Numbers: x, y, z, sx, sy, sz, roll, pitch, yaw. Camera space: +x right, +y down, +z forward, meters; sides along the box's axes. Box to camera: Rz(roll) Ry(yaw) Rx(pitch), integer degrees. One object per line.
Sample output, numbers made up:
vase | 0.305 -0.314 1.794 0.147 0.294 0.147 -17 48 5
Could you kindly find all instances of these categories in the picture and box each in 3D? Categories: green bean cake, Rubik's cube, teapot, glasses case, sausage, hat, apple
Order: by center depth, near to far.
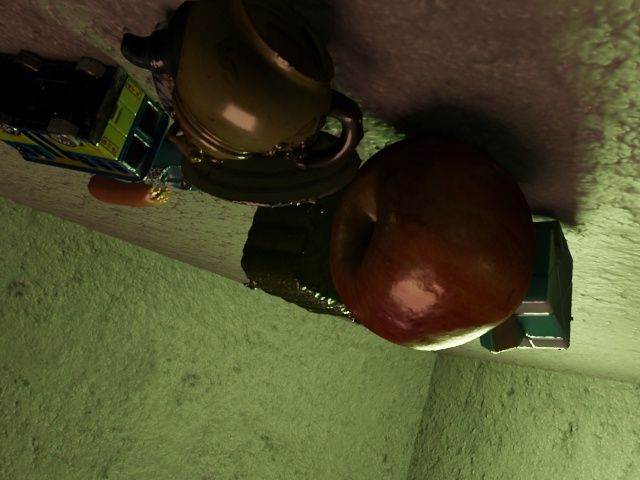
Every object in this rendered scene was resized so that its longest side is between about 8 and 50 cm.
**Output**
teapot | -0.078 -0.150 0.602 0.269 0.173 0.182 28 129 -33
hat | -0.065 -0.151 0.743 0.252 0.252 0.110 13 125 18
glasses case | -0.180 -0.212 0.771 0.087 0.065 0.248 20 168 -2
apple | 0.162 0.006 0.777 0.302 0.301 0.301 16 167 4
Rubik's cube | 0.306 0.082 0.964 0.213 0.265 0.224 -4 143 32
green bean cake | 0.000 0.000 1.019 0.156 0.247 0.250 6 164 36
sausage | -0.507 -0.133 1.476 0.289 0.086 0.086 6 163 35

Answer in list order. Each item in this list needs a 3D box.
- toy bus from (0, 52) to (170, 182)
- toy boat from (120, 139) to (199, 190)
toy bus | -0.427 -0.208 0.948 0.288 0.138 0.175 12 165 20
toy boat | -0.341 -0.148 1.129 0.238 0.109 0.098 17 137 0
